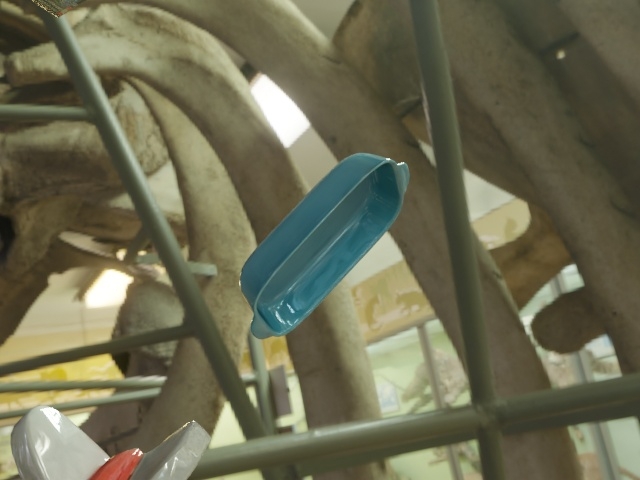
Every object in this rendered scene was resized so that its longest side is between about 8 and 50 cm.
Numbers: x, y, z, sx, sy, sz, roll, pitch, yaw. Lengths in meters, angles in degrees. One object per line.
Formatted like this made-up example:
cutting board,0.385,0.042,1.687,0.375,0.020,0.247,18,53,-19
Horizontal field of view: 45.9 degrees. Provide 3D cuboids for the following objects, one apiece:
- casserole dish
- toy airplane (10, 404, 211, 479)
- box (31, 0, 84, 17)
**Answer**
casserole dish,0.000,0.000,0.626,0.188,0.037,0.114,-46,-24,-10
toy airplane,-0.162,0.245,0.414,0.386,0.384,0.272,6,-29,-36
box,-0.305,-0.324,0.679,0.044,0.233,0.159,-32,9,-1
